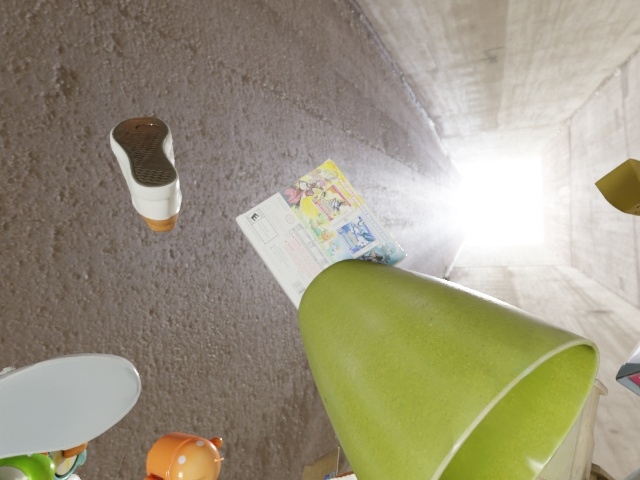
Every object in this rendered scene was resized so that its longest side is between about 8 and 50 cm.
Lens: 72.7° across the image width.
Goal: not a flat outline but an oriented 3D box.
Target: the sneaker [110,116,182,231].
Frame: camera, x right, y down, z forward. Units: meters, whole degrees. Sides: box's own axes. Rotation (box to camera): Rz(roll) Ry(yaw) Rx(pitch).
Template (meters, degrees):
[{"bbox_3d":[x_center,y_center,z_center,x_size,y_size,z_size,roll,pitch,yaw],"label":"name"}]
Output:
[{"bbox_3d":[-0.315,-0.123,0.790,0.290,0.105,0.123,-119,-153,-44],"label":"sneaker"}]

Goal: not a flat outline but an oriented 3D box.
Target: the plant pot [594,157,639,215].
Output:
[{"bbox_3d":[0.606,-0.095,0.842,0.081,0.081,0.084,126,-35,-53],"label":"plant pot"}]

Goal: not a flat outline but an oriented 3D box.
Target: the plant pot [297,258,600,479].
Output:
[{"bbox_3d":[0.103,0.150,0.522,0.274,0.293,0.275,-18,125,-28],"label":"plant pot"}]

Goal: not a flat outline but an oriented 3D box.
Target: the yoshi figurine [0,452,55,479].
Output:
[{"bbox_3d":[-0.563,0.343,0.576,0.204,0.361,0.203,98,-5,-52],"label":"yoshi figurine"}]

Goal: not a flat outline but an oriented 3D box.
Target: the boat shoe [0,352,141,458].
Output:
[{"bbox_3d":[-0.380,0.213,0.530,0.105,0.306,0.113,3,-67,69],"label":"boat shoe"}]

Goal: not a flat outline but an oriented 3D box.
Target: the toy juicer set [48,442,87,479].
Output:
[{"bbox_3d":[-0.510,0.420,0.832,0.209,0.089,0.330,-104,-166,-70],"label":"toy juicer set"}]

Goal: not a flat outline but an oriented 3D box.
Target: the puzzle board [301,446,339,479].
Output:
[{"bbox_3d":[-0.002,0.505,0.923,0.011,0.096,0.128,54,11,-7],"label":"puzzle board"}]

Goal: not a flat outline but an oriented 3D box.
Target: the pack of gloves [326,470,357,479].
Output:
[{"bbox_3d":[0.010,0.405,0.516,0.046,0.194,0.232,4,62,-67],"label":"pack of gloves"}]

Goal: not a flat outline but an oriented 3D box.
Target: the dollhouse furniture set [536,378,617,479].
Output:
[{"bbox_3d":[0.413,0.332,0.691,0.242,0.212,0.161,39,65,-29],"label":"dollhouse furniture set"}]

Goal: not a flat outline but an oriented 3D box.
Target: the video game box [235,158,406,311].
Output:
[{"bbox_3d":[0.000,0.000,0.688,0.205,0.187,0.048,54,-12,11],"label":"video game box"}]

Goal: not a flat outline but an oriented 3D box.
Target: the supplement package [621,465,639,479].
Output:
[{"bbox_3d":[0.393,0.299,0.389,0.262,0.145,0.204,-57,167,21],"label":"supplement package"}]

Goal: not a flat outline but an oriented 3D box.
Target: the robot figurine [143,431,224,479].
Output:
[{"bbox_3d":[-0.319,0.522,1.021,0.158,0.219,0.128,29,61,-40],"label":"robot figurine"}]

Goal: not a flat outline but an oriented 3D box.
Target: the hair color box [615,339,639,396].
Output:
[{"bbox_3d":[0.385,-0.007,0.259,0.374,0.185,0.114,-48,154,-9],"label":"hair color box"}]
